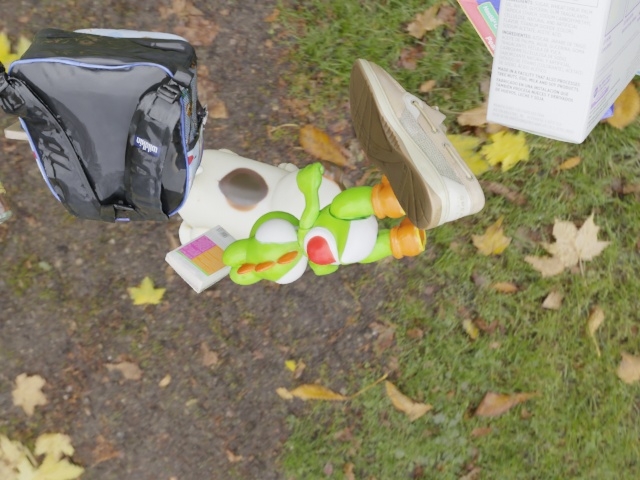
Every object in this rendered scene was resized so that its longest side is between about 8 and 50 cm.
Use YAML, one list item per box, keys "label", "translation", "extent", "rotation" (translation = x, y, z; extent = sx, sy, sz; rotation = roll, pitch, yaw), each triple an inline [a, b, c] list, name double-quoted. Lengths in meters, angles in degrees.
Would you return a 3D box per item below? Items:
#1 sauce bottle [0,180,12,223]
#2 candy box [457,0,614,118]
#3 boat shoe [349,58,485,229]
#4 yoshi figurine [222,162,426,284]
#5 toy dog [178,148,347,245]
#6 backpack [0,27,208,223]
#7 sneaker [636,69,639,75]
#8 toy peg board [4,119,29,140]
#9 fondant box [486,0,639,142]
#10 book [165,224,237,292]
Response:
- label: "sauce bottle"
  translation: [-0.559, -0.170, 1.146]
  extent: [0.111, 0.111, 0.344]
  rotation: [-22, 97, 21]
- label: "candy box"
  translation: [0.340, -0.365, 1.197]
  extent: [0.122, 0.317, 0.268]
  rotation: [-14, 132, 36]
- label: "boat shoe"
  translation: [0.128, -0.145, 1.139]
  extent: [0.109, 0.098, 0.302]
  rotation: [100, 151, -50]
- label: "yoshi figurine"
  translation: [0.000, -0.020, 1.473]
  extent: [0.362, 0.203, 0.204]
  rotation: [-15, 72, 16]
- label: "toy dog"
  translation: [-0.125, -0.102, 1.948]
  extent: [0.407, 0.395, 0.285]
  rotation: [9, 63, 18]
- label: "backpack"
  translation: [-0.282, -0.159, 1.130]
  extent: [0.276, 0.213, 0.263]
  rotation: [8, 126, 8]
- label: "sneaker"
  translation: [0.623, -0.367, 1.628]
  extent: [0.237, 0.085, 0.086]
  rotation: [16, 147, 49]
- label: "toy peg board"
  translation: [-0.418, -0.224, 1.355]
  extent: [0.160, 0.161, 0.079]
  rotation: [7, 115, 7]
- label: "fondant box"
  translation: [0.250, -0.286, 0.711]
  extent: [0.096, 0.238, 0.330]
  rotation: [20, 129, 26]
- label: "book"
  translation: [-0.215, 0.030, 1.565]
  extent: [0.096, 0.144, 0.035]
  rotation: [40, 133, 17]
